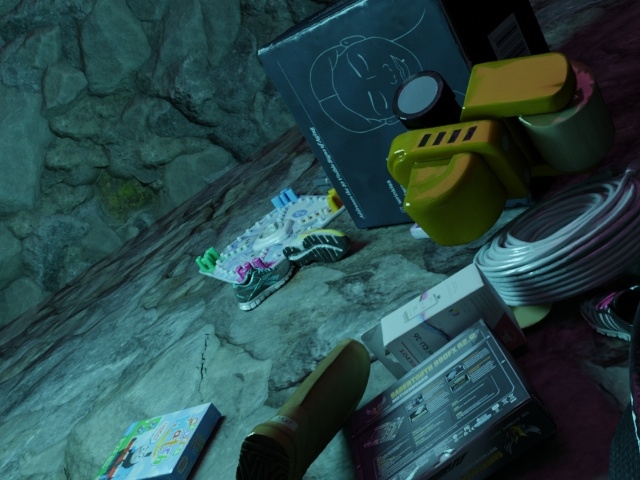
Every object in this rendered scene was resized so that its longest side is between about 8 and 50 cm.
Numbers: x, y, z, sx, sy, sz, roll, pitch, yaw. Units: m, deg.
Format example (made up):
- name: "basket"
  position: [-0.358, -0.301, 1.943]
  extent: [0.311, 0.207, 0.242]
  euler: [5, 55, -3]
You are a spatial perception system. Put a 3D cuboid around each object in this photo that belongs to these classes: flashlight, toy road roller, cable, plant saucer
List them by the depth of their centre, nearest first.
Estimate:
- name: "plant saucer"
  position: [0.296, 0.105, 0.937]
  extent: [0.083, 0.015, 0.083]
  euler: [-28, 20, 11]
- name: "cable"
  position: [0.355, 0.000, 0.948]
  extent: [0.257, 0.089, 0.257]
  euler: [-26, 10, 34]
- name: "toy road roller"
  position: [0.261, -0.122, 1.004]
  extent: [0.329, 0.202, 0.240]
  euler: [-2, 63, 37]
- name: "flashlight"
  position: [0.104, -0.178, 1.782]
  extent: [0.103, 0.103, 0.304]
  euler: [-57, 22, -15]

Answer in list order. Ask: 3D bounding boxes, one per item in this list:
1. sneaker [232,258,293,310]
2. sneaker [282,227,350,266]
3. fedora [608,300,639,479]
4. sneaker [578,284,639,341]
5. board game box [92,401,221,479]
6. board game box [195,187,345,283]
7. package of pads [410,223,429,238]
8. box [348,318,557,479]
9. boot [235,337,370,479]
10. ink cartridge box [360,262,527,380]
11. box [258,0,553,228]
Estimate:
- name: "sneaker"
  position: [-0.137, 0.089, 1.532]
  extent: [0.166, 0.076, 0.065]
  euler: [-41, 22, -23]
- name: "sneaker"
  position: [0.000, 0.000, 1.532]
  extent: [0.208, 0.081, 0.094]
  euler: [-9, 28, 48]
- name: "fedora"
  position: [0.318, 0.185, 0.466]
  extent: [0.334, 0.334, 0.152]
  euler: [-49, -9, -39]
- name: "sneaker"
  position: [0.371, 0.083, 0.791]
  extent: [0.063, 0.075, 0.170]
  euler: [-33, 20, -2]
- name: "board game box"
  position: [-0.293, 0.375, 1.153]
  extent: [0.211, 0.039, 0.160]
  euler: [-20, 23, 28]
- name: "board game box"
  position: [-0.142, -0.026, 1.849]
  extent: [0.390, 0.050, 0.390]
  euler: [-40, 22, -21]
- name: "package of pads"
  position: [0.229, -0.028, 1.325]
  extent: [0.083, 0.032, 0.050]
  euler: [-6, 31, 51]
- name: "box"
  position: [0.144, 0.220, 0.785]
  extent: [0.231, 0.056, 0.183]
  euler: [-39, 18, 10]
- name: "boot"
  position: [-0.022, 0.282, 0.866]
  extent: [0.089, 0.236, 0.269]
  euler: [25, 22, 16]
- name: "ink cartridge box"
  position: [0.165, 0.135, 0.902]
  extent: [0.198, 0.115, 0.067]
  euler: [-34, 21, 16]
- name: "box"
  position: [0.204, -0.310, 1.366]
  extent: [0.472, 0.480, 0.297]
  euler: [-8, 29, 48]
